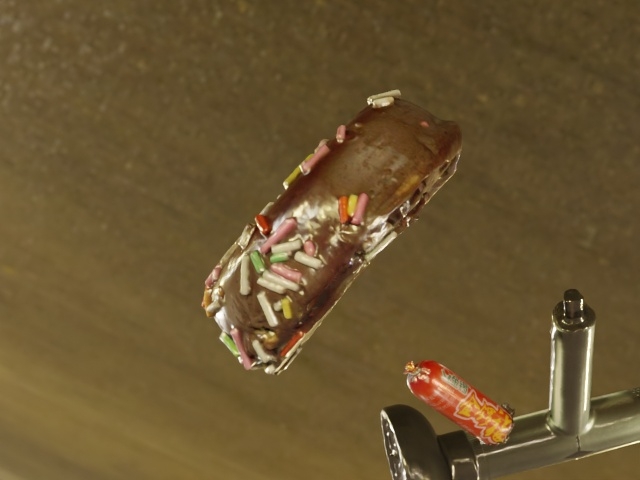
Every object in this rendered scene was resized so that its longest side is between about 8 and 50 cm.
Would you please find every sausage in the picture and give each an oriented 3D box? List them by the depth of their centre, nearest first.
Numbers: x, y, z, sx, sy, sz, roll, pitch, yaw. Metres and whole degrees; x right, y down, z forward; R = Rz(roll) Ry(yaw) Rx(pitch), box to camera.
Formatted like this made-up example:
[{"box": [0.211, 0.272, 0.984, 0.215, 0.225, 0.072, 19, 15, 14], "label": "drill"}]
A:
[{"box": [0.133, 0.153, 1.602, 0.145, 0.050, 0.048, 37, -163, -34], "label": "sausage"}]

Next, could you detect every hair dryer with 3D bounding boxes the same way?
[{"box": [0.208, 0.162, 1.787, 0.156, 0.320, 0.284, -111, 0, -57], "label": "hair dryer"}]

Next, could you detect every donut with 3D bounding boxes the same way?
[{"box": [-0.008, 0.007, 1.723, 0.136, 0.259, 0.345, 41, 128, 4], "label": "donut"}]
